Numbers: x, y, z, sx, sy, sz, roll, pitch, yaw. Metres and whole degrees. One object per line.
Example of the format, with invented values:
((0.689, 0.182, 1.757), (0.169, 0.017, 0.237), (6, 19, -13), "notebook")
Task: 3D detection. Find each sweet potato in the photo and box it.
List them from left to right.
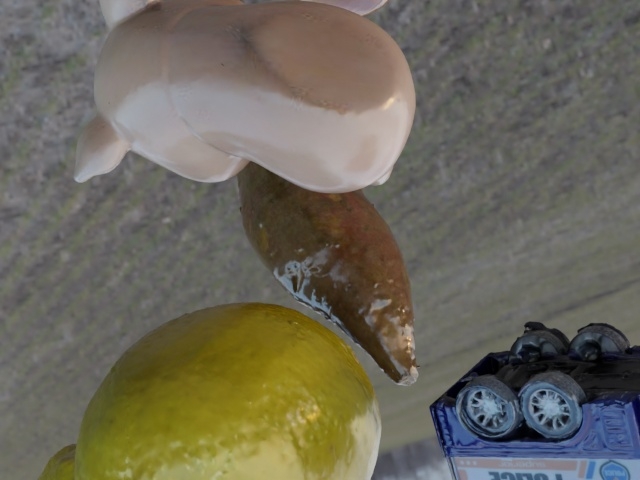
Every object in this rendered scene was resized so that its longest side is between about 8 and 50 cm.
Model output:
((0.000, -0.002, 1.131), (0.131, 0.337, 0.131), (-16, 149, -10), "sweet potato")

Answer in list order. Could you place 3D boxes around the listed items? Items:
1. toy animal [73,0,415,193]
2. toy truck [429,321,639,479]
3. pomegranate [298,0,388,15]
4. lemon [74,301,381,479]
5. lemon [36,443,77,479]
((-0.053, -0.110, 0.916), (0.250, 0.166, 0.154), (6, 161, 3), "toy animal")
((0.230, 0.149, 0.874), (0.268, 0.155, 0.124), (-6, -164, 37), "toy truck")
((0.030, -0.405, 1.685), (0.191, 0.191, 0.191), (-15, 169, -3), "pomegranate")
((-0.073, 0.165, 0.995), (0.236, 0.236, 0.263), (-20, 162, 21), "lemon")
((-0.244, 0.376, 1.534), (0.284, 0.260, 0.260), (-17, 170, 34), "lemon")
